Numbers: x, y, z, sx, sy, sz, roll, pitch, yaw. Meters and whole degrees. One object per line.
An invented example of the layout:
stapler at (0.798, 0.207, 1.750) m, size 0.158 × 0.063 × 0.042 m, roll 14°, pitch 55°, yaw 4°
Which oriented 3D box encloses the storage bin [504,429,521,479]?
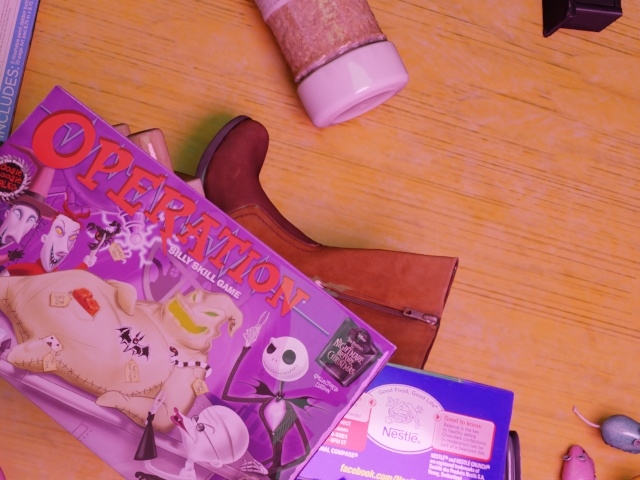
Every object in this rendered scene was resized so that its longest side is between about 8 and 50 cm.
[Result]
storage bin at (0.153, 0.251, 1.189) m, size 0.091 × 0.135 × 0.098 m, roll 1°, pitch 80°, yaw -3°

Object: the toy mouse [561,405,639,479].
toy mouse at (0.317, 0.243, 1.250) m, size 0.161 × 0.031 × 0.143 m, roll -31°, pitch 62°, yaw 12°

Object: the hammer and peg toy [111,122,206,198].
hammer and peg toy at (-0.304, -0.005, 1.050) m, size 0.361 × 0.266 × 0.127 m, roll -18°, pitch 103°, yaw -18°

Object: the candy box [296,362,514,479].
candy box at (-0.003, 0.180, 1.059) m, size 0.268 × 0.317 × 0.122 m, roll 14°, pitch 74°, yaw -11°

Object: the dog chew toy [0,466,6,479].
dog chew toy at (-0.407, 0.183, 0.997) m, size 0.206 × 0.207 × 0.332 m, roll -49°, pitch 128°, yaw -17°

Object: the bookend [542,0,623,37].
bookend at (0.357, -0.328, 1.376) m, size 0.156 × 0.072 × 0.157 m, roll 4°, pitch 79°, yaw -14°

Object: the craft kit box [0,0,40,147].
craft kit box at (-0.426, -0.236, 1.172) m, size 0.247 × 0.061 × 0.249 m, roll 13°, pitch 76°, yaw -14°

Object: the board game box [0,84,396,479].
board game box at (-0.140, 0.060, 0.875) m, size 0.347 × 0.056 × 0.208 m, roll 37°, pitch 75°, yaw 8°

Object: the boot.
boot at (0.000, 0.000, 1.141) m, size 0.281 × 0.096 × 0.264 m, roll 9°, pitch 56°, yaw 13°

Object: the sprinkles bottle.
sprinkles bottle at (-0.030, -0.306, 1.249) m, size 0.121 × 0.121 × 0.355 m, roll -25°, pitch 86°, yaw -17°
